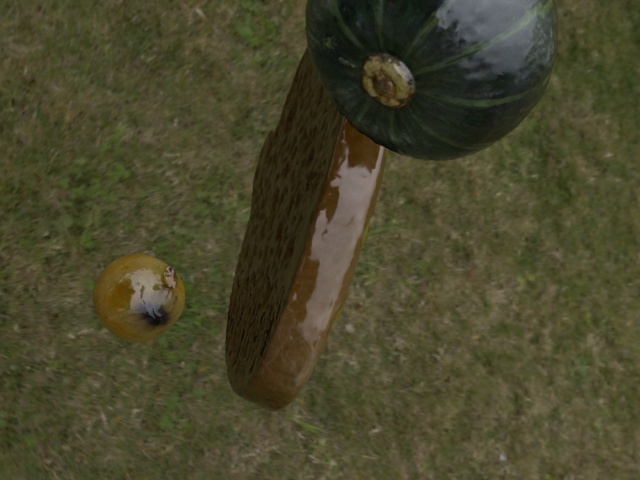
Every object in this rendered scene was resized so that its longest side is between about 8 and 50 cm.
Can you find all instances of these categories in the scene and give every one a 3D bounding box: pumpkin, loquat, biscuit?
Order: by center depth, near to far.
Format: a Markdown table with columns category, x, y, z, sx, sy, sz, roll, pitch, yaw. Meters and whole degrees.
| category | x | y | z | sx | sy | sz | roll | pitch | yaw |
| --- | --- | --- | --- | --- | --- | --- | --- | --- | --- |
| pumpkin | 0.070 | -0.133 | 0.583 | 0.125 | 0.167 | 0.167 | -46 | 105 | -23 |
| biscuit | -0.013 | -0.033 | 0.929 | 0.070 | 0.350 | 0.394 | 14 | 109 | -15 |
| loquat | -0.299 | 0.095 | 1.482 | 0.163 | 0.163 | 0.137 | -1 | 57 | -25 |
